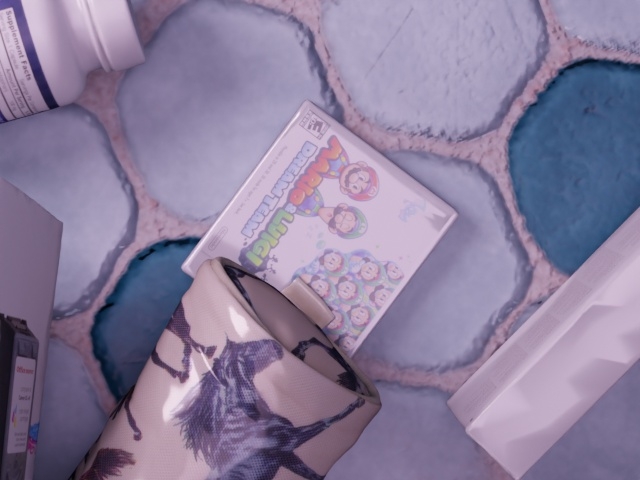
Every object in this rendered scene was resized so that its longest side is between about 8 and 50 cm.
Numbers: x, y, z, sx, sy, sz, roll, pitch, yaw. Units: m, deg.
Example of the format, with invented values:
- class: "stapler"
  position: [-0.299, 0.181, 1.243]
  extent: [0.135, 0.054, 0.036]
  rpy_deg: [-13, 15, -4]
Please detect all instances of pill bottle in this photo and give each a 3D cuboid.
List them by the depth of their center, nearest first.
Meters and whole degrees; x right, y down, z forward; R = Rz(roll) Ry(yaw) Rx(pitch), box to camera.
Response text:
- class: "pill bottle"
  position: [-0.223, -0.139, 1.217]
  extent: [0.187, 0.112, 0.112]
  rpy_deg: [-16, 96, -2]

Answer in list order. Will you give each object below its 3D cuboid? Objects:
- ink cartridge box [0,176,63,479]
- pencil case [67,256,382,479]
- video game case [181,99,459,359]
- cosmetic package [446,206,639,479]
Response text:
- class: "ink cartridge box"
  position: [-0.305, 0.115, 1.124]
  extent: [0.226, 0.131, 0.306]
  rpy_deg: [1, 77, 10]
- class: "pencil case"
  position: [-0.122, 0.208, 1.214]
  extent: [0.160, 0.183, 0.410]
  rpy_deg: [35, 93, -9]
- class: "video game case"
  position: [0.000, 0.000, 1.288]
  extent: [0.143, 0.019, 0.157]
  rpy_deg: [37, 92, -6]
- class: "cosmetic package"
  position: [0.201, 0.063, 1.266]
  extent: [0.060, 0.099, 0.239]
  rpy_deg: [44, 92, -6]
